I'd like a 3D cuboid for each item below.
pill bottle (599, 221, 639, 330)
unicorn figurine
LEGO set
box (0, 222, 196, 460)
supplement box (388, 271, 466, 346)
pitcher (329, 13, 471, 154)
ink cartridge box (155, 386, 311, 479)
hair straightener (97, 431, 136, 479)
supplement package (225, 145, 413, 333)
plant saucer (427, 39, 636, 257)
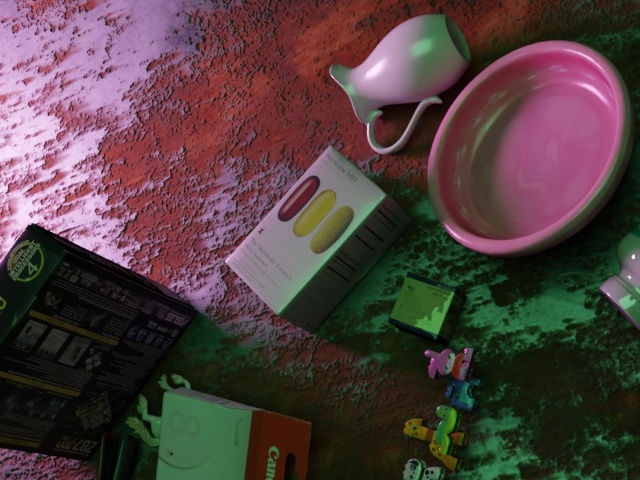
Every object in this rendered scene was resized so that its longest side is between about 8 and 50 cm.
[{"bbox_3d":[0.504,0.006,1.515,0.264,0.146,0.146,-45,62,4],"label":"pill bottle"},{"bbox_3d":[-0.230,0.269,1.805,0.162,0.060,0.111,-47,71,20],"label":"unicorn figurine"},{"bbox_3d":[0.163,0.259,1.620,0.093,0.087,0.227,14,86,30],"label":"LEGO set"},{"bbox_3d":[-0.393,0.172,1.711,0.097,0.395,0.318,34,90,26],"label":"box"},{"bbox_3d":[0.160,0.103,1.683,0.083,0.056,0.083,18,82,27],"label":"supplement box"},{"bbox_3d":[0.140,-0.248,1.782,0.207,0.125,0.177,-26,85,25],"label":"pitcher"},{"bbox_3d":[-0.138,0.338,1.703,0.232,0.066,0.189,12,101,29],"label":"ink cartridge box"},{"bbox_3d":[-0.321,0.424,1.794,0.089,0.047,0.230,1,74,24],"label":"hair straightener"},{"bbox_3d":[0.000,0.000,1.742,0.244,0.134,0.139,-49,62,3],"label":"supplement package"},{"bbox_3d":[0.309,-0.124,1.622,0.332,0.084,0.332,-21,56,35],"label":"plant saucer"}]
